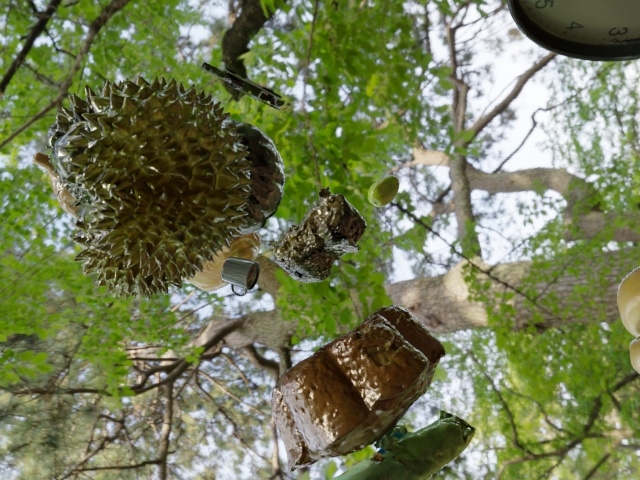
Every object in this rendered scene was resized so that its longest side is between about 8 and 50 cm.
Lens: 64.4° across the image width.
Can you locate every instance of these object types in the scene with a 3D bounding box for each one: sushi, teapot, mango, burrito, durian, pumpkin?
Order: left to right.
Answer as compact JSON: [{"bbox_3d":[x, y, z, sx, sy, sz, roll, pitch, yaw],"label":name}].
[{"bbox_3d":[-0.516,-0.144,1.214,0.311,0.167,0.203,15,-113,-18],"label":"teapot"},{"bbox_3d":[-0.197,-0.072,0.620,0.225,0.291,0.291,-14,-91,-26],"label":"durian"},{"bbox_3d":[-0.171,-0.107,0.902,0.162,0.221,0.220,45,-140,-76],"label":"pumpkin"},{"bbox_3d":[0.000,0.000,1.125,0.212,0.147,0.115,-44,-44,4],"label":"sushi"},{"bbox_3d":[0.177,-0.138,1.406,0.108,0.056,0.073,-43,-66,-15],"label":"mango"},{"bbox_3d":[0.104,0.321,0.750,0.288,0.054,0.104,-20,-127,-24],"label":"burrito"}]

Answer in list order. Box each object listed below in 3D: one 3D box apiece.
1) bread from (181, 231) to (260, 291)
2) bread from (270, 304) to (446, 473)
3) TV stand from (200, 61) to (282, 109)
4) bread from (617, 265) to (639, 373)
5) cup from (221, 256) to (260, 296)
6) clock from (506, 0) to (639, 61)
[{"bbox_3d":[-0.325,0.011,1.576,0.270,0.315,0.211,23,-134,-10],"label":"bread"},{"bbox_3d":[0.057,0.188,0.673,0.247,0.232,0.135,-23,-108,-40],"label":"bread"},{"bbox_3d":[-0.223,-0.449,1.462,0.249,0.036,0.042,22,-80,-24],"label":"TV stand"},{"bbox_3d":[0.744,0.138,0.844,0.329,0.424,0.245,23,-116,-52],"label":"bread"},{"bbox_3d":[-0.211,0.095,1.320,0.078,0.077,0.100,6,-83,-74],"label":"cup"},{"bbox_3d":[0.457,-0.403,0.716,0.386,0.386,0.076,26,-114,-37],"label":"clock"}]
